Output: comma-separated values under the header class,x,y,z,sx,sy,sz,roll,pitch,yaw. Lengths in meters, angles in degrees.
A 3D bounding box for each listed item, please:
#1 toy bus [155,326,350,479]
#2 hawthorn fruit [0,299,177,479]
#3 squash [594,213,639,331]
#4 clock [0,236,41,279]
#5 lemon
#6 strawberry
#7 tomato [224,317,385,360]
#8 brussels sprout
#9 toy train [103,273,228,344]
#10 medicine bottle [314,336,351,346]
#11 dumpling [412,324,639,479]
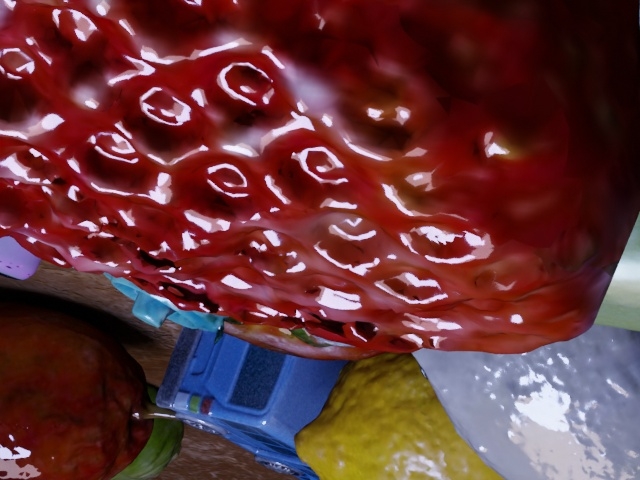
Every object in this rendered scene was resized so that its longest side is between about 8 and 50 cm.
class,x,y,z,sx,sy,sz,roll,pitch,yaw
toy bus,-0.004,0.125,1.395,0.134,0.116,0.234,7,161,37
hawthorn fruit,-0.237,0.139,1.536,0.251,0.189,0.189,-4,157,10
squash,0.222,-0.005,0.907,0.371,0.118,0.118,4,158,20
clock,-0.303,-0.049,1.114,0.227,0.090,0.248,19,175,40
lemon,0.107,0.142,1.271,0.257,0.188,0.188,-4,164,-14
strawberry,-0.042,-0.125,0.529,0.310,0.291,0.292,17,160,-2
tomato,-0.025,0.017,1.184,0.225,0.085,0.225,15,160,6
brussels sprout,-0.204,0.190,1.769,0.139,0.100,0.181,-18,134,24
toy train,-0.097,-0.052,0.807,0.194,0.120,0.298,27,167,-4
medicine bottle,0.000,0.000,0.979,0.090,0.090,0.216,18,-172,-11
dumpling,0.173,0.060,1.083,0.243,0.175,0.227,14,136,-43
